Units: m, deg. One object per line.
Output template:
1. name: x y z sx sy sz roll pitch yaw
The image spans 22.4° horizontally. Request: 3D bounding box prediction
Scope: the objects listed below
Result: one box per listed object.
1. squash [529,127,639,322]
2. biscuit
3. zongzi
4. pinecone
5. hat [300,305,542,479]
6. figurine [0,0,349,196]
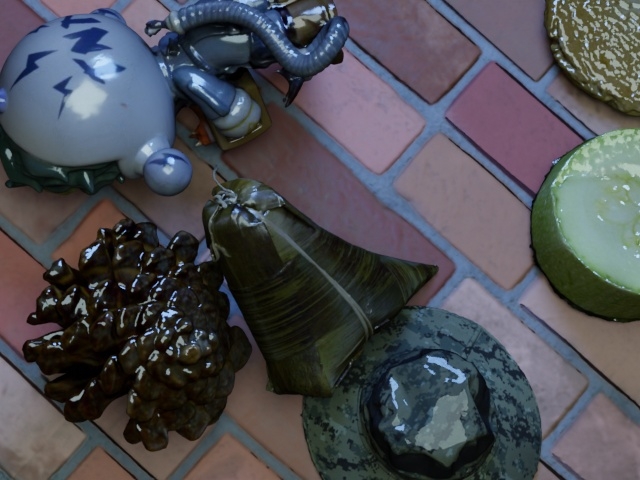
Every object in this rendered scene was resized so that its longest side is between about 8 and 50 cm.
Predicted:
1. squash: 0.336 -0.027 1.722 0.220 0.133 0.220 1 75 -2
2. biscuit: 0.352 -0.247 1.795 0.226 0.042 0.225 0 82 -3
3. zongzi: 0.000 0.000 1.648 0.241 0.111 0.247 -42 117 -35
4. pinecone: -0.189 0.092 1.627 0.201 0.202 0.228 2 89 19
5. hat: 0.112 0.181 1.667 0.266 0.128 0.265 1 77 -3
6. figurine: -0.170 -0.165 1.674 0.382 0.261 0.186 -20 127 -8
